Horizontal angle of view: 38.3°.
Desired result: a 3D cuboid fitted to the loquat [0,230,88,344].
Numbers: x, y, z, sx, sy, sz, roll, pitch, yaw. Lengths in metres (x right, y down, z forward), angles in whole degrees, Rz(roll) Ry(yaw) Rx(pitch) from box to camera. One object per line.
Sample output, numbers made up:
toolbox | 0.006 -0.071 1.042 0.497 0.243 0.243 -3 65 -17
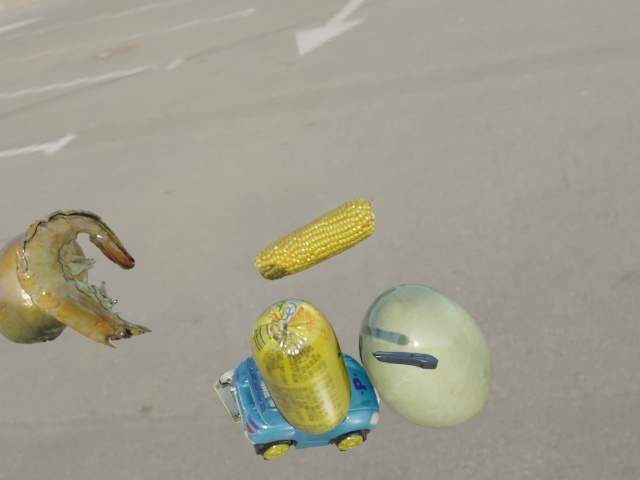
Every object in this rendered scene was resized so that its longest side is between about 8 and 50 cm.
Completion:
loquat | -0.545 0.088 1.768 0.179 0.179 0.227 3 68 36

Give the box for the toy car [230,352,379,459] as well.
toy car | -0.017 0.295 1.768 0.314 0.166 0.198 0 52 -27

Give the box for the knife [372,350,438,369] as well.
knife | 0.137 0.194 1.502 0.121 0.018 0.031 6 26 -23

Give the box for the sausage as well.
sausage | -0.024 0.193 1.364 0.123 0.347 0.123 -4 58 7

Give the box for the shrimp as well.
shrimp | -0.339 0.052 1.361 0.058 0.253 0.173 -5 61 41

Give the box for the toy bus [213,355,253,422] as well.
toy bus | -0.124 0.364 2.551 0.330 0.144 0.152 -36 -14 18

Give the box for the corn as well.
corn | 0.000 0.000 2.074 0.310 0.101 0.101 -30 22 8

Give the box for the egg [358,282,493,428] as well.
egg | 0.220 0.243 1.913 0.259 0.352 0.258 -22 30 14
